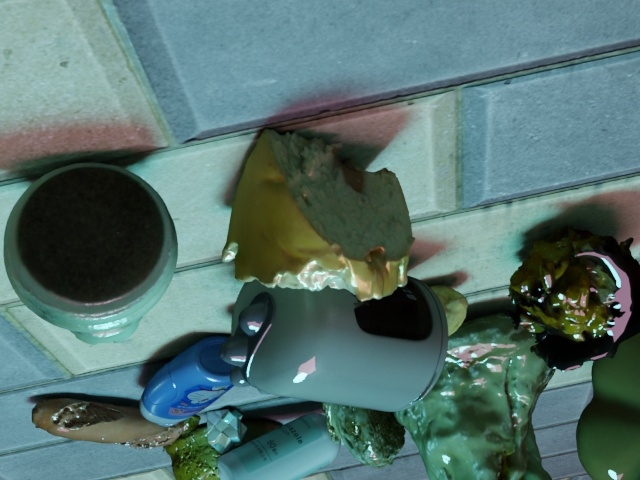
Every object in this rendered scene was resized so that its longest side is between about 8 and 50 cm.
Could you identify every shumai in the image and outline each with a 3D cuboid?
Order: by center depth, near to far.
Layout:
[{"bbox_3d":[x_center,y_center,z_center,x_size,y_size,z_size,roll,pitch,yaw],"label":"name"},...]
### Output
[{"bbox_3d":[0.296,0.327,2.065,0.324,0.323,0.397,-4,155,-10],"label":"shumai"},{"bbox_3d":[0.064,0.347,2.171,0.142,0.184,0.184,-24,152,28],"label":"shumai"}]

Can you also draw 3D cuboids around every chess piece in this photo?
[{"bbox_3d":[-0.273,0.040,1.404,0.194,0.195,0.299,-6,164,-10],"label":"chess piece"}]

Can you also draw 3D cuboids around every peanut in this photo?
[{"bbox_3d":[0.142,0.141,1.874,0.229,0.098,0.103,-35,-173,43],"label":"peanut"}]

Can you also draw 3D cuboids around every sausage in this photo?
[{"bbox_3d":[-0.373,0.331,2.083,0.087,0.079,0.326,2,169,42],"label":"sausage"}]

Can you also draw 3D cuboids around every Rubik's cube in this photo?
[{"bbox_3d":[-0.180,0.370,2.244,0.073,0.084,0.075,-9,172,5],"label":"Rubik's cube"}]

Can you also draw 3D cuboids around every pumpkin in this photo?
[{"bbox_3d":[-0.274,0.365,2.254,0.083,0.028,0.050,-9,157,6],"label":"pumpkin"}]

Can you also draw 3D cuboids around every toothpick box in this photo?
[{"bbox_3d":[0.004,0.140,1.669,0.316,0.229,0.229,13,146,-40],"label":"toothpick box"}]

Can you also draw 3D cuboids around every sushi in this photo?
[{"bbox_3d":[0.385,0.073,1.740,0.200,0.204,0.213,-31,-161,-15],"label":"sushi"}]

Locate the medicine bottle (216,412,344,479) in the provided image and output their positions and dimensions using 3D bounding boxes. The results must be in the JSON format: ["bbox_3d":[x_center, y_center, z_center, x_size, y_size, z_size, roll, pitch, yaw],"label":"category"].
[{"bbox_3d":[-0.029,0.404,2.284,0.351,0.110,0.110,-23,160,-22],"label":"medicine bottle"}]

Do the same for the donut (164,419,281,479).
[{"bbox_3d":[-0.191,0.459,2.400,0.272,0.107,0.272,-10,158,-4],"label":"donut"}]

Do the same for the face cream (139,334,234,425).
[{"bbox_3d":[-0.224,0.245,1.952,0.149,0.083,0.264,-1,154,-33],"label":"face cream"}]

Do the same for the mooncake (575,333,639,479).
[{"bbox_3d":[0.713,0.356,2.165,0.467,0.467,0.262,-20,158,18],"label":"mooncake"}]

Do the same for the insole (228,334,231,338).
[{"bbox_3d":[-0.071,0.183,1.903,0.111,0.007,0.328,-50,153,0],"label":"insole"}]

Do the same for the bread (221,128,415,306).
[{"bbox_3d":[-0.002,0.010,1.395,0.183,0.211,0.224,-5,150,-30],"label":"bread"}]
